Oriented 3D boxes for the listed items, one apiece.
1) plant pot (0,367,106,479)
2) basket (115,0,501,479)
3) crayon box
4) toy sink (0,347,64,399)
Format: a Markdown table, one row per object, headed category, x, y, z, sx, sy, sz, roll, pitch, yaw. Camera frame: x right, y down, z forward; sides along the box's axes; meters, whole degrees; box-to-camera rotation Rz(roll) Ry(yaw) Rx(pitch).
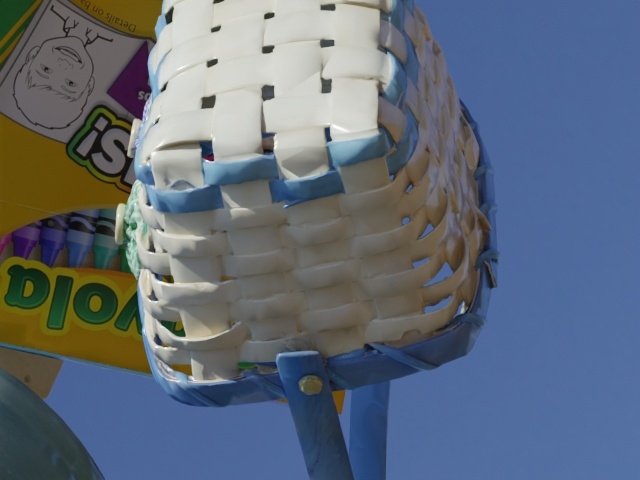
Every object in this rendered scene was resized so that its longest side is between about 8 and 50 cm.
| category | x | y | z | sx | sy | sz | roll | pitch | yaw |
| --- | --- | --- | --- | --- | --- | --- | --- | --- | --- |
| plant pot | -0.224 | 0.195 | 0.806 | 0.293 | 0.196 | 0.293 | -1 | -79 | -5 |
| basket | 0.000 | 0.000 | 1.061 | 0.201 | 0.255 | 0.289 | -12 | -53 | 11 |
| crayon box | -0.131 | -0.055 | 1.455 | 0.362 | 0.106 | 0.313 | 14 | -99 | -23 |
| toy sink | -0.327 | 0.035 | 1.581 | 0.153 | 0.234 | 0.131 | 36 | -108 | -46 |
